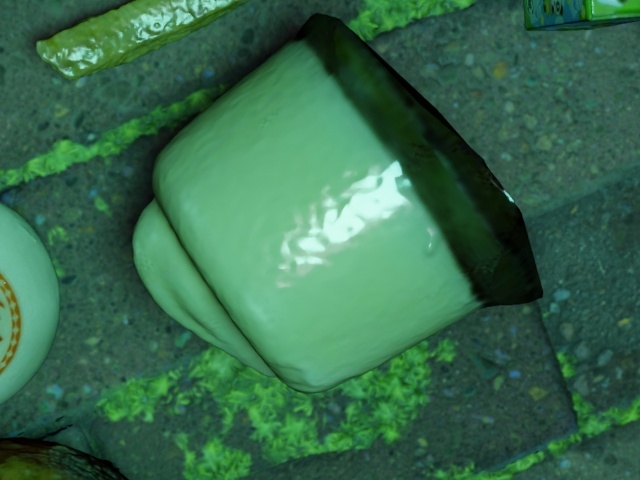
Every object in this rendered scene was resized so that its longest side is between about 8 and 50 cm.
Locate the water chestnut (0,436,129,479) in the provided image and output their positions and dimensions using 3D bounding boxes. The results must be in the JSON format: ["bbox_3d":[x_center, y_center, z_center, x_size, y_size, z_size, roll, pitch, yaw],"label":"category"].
[{"bbox_3d":[-0.272,0.365,1.310,0.350,0.302,0.350,-1,95,-10],"label":"water chestnut"}]

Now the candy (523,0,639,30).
[{"bbox_3d":[0.274,-0.241,1.379,0.097,0.194,0.062,-5,96,-10],"label":"candy"}]

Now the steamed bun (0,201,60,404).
[{"bbox_3d":[-0.362,0.064,1.324,0.231,0.145,0.232,-2,99,-11],"label":"steamed bun"}]

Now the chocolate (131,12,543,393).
[{"bbox_3d":[0.000,0.000,1.304,0.297,0.314,0.326,-45,68,-3],"label":"chocolate"}]

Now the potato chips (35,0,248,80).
[{"bbox_3d":[-0.083,-0.260,1.366,0.407,0.080,0.057,-30,87,-4],"label":"potato chips"}]
